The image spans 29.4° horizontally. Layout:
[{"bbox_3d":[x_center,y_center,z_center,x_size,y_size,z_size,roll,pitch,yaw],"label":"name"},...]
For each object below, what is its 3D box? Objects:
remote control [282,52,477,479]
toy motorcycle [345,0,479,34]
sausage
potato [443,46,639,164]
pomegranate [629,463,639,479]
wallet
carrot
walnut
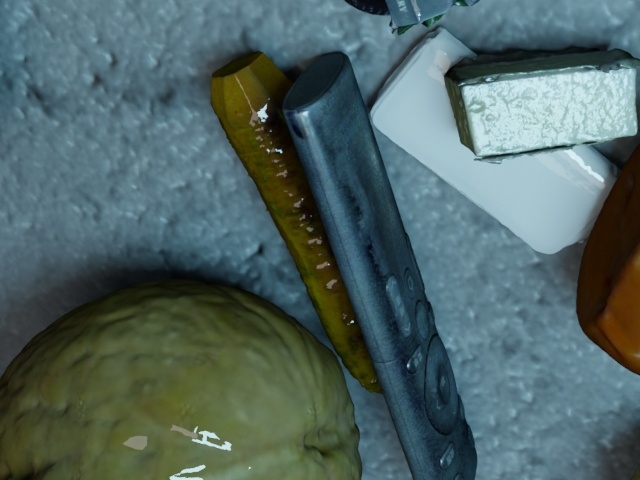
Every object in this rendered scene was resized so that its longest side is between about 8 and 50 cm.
[{"bbox_3d":[0.055,0.046,0.940,0.044,0.107,0.377,-7,118,26],"label":"remote control"},{"bbox_3d":[0.047,-0.261,0.748,0.187,0.125,0.274,-6,121,33],"label":"toy motorcycle"},{"bbox_3d":[0.270,-0.012,0.794,0.141,0.153,0.268,16,134,-8],"label":"sausage"},{"bbox_3d":[0.150,-0.094,0.816,0.122,0.086,0.061,-7,107,0],"label":"potato"},{"bbox_3d":[0.327,0.226,0.907,0.209,0.209,0.209,9,123,14],"label":"pomegranate"},{"bbox_3d":[0.130,-0.067,0.889,0.190,0.033,0.095,38,127,-6],"label":"wallet"},{"bbox_3d":[0.000,0.000,0.954,0.066,0.066,0.314,-12,116,25],"label":"carrot"},{"bbox_3d":[-0.128,0.188,0.989,0.333,0.333,0.332,9,123,14],"label":"walnut"}]
